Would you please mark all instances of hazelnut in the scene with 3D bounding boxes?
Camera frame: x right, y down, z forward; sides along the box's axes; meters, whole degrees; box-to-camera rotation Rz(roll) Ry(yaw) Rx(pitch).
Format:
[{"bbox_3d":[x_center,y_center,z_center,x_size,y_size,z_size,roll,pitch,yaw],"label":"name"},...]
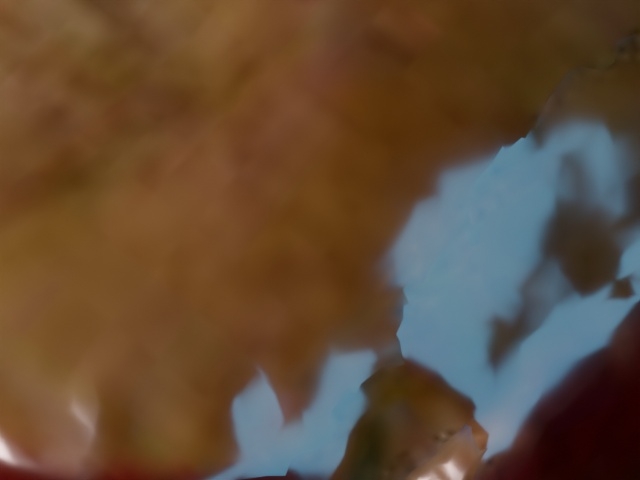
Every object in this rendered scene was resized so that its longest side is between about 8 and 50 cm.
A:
[{"bbox_3d":[0.000,0.000,0.481,0.359,0.359,0.409,40,92,-30],"label":"hazelnut"}]
